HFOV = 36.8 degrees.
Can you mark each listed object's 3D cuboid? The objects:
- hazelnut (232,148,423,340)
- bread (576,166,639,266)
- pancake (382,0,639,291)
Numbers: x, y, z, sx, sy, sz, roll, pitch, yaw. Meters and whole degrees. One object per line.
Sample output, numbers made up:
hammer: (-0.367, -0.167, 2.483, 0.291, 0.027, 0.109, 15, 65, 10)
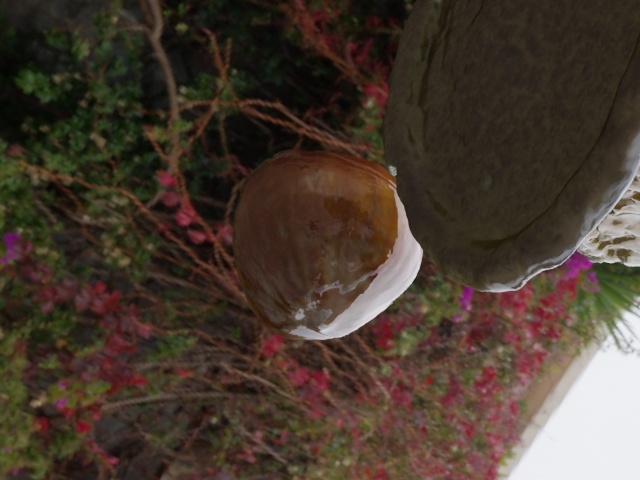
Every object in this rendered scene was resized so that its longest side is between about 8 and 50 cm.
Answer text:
hazelnut: (0.000, 0.000, 0.853, 0.182, 0.182, 0.182, -36, -142, 34)
bread: (0.221, -0.086, 0.534, 0.195, 0.246, 0.176, 10, -108, 21)
pancake: (0.078, -0.078, 0.382, 0.199, 0.021, 0.199, -37, -134, 53)
